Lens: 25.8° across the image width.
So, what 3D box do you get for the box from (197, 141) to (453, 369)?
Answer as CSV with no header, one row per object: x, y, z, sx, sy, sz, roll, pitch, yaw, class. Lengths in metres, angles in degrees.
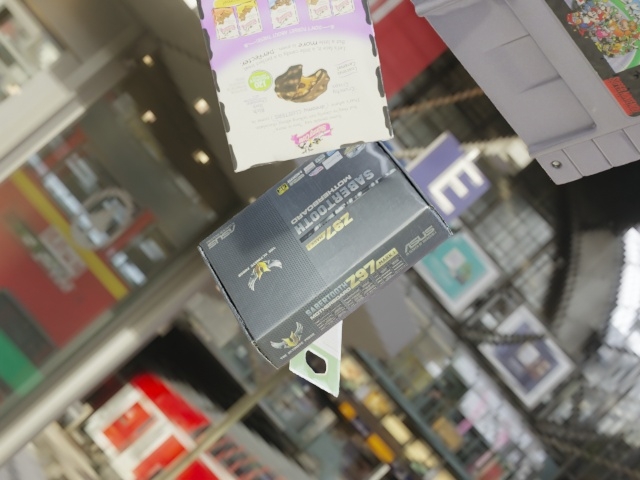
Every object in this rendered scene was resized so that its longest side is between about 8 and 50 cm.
0.000,0.000,1.473,0.059,0.232,0.183,49,5,-42,box

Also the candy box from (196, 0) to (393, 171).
-0.028,-0.183,1.387,0.070,0.165,0.196,-108,-174,-71,candy box

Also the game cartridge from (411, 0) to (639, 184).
0.257,-0.209,1.437,0.230,0.068,0.355,-15,-47,37,game cartridge

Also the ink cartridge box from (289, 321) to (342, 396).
-0.020,0.102,2.097,0.056,0.235,0.171,-3,-21,26,ink cartridge box
